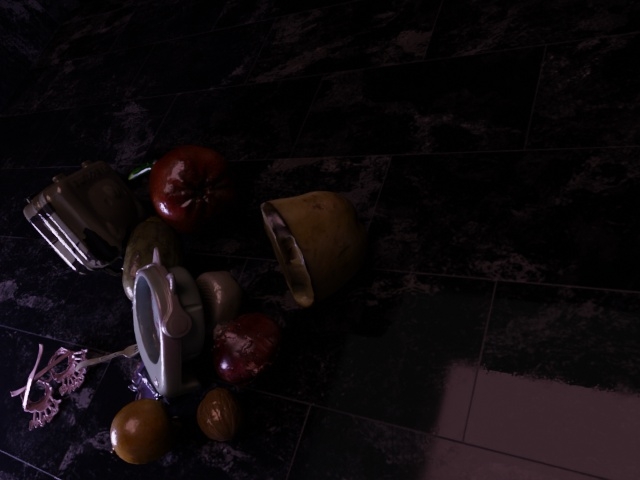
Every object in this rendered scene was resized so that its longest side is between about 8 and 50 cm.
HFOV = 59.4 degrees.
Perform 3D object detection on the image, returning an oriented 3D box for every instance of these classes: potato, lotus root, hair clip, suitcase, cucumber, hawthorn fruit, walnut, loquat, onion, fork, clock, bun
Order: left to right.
[{"bbox_3d":[-0.640,-0.056,1.648,0.194,0.339,0.351,-32,16,13],"label":"suitcase"},{"bbox_3d":[-0.577,0.322,1.536,0.220,0.028,0.034,-21,58,9],"label":"fork"},{"bbox_3d":[-0.400,0.434,1.279,0.163,0.163,0.137,-45,35,-2],"label":"loquat"},{"bbox_3d":[-0.602,-0.251,1.944,0.168,0.039,0.039,-19,52,22],"label":"cucumber"},{"bbox_3d":[-0.426,0.359,1.417,0.196,0.052,0.124,23,68,45],"label":"hair clip"},{"bbox_3d":[-0.465,0.052,1.560,0.173,0.173,0.309,-19,56,20],"label":"lotus root"},{"bbox_3d":[-0.359,0.183,1.329,0.265,0.109,0.323,45,133,46],"label":"clock"},{"bbox_3d":[-0.370,-0.151,1.626,0.254,0.254,0.300,-48,21,-5],"label":"hawthorn fruit"},{"bbox_3d":[-0.258,0.155,1.403,0.173,0.114,0.166,32,105,46],"label":"bun"},{"bbox_3d":[-0.220,0.382,1.242,0.105,0.105,0.124,-34,44,8],"label":"walnut"},{"bbox_3d":[-0.179,0.238,1.282,0.184,0.147,0.183,-29,38,26],"label":"onion"},{"bbox_3d":[0.000,0.000,1.268,0.243,0.285,0.242,-18,25,8],"label":"potato"}]

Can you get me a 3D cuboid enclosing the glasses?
[{"bbox_3d":[-0.756,0.394,1.566,0.162,0.095,0.255,33,81,24],"label":"glasses"}]
